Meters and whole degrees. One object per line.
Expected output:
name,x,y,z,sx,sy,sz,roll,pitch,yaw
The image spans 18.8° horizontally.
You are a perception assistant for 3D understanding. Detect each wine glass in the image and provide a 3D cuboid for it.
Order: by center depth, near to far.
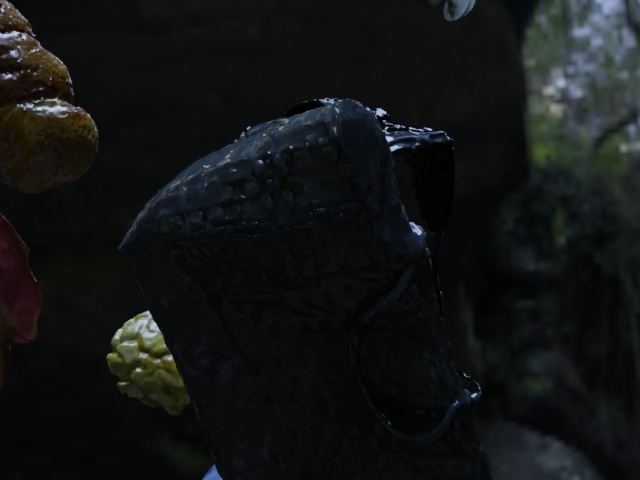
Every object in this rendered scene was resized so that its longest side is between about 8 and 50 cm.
wine glass,0.099,-0.231,1.752,0.083,0.039,0.042,27,-2,-35

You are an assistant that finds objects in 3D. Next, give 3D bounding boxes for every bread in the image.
bread,-0.338,-0.189,1.828,0.124,0.344,0.084,-38,-8,3

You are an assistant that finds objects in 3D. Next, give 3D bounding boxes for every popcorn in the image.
popcorn,-0.164,0.130,2.046,0.120,0.116,0.106,-11,-13,-10

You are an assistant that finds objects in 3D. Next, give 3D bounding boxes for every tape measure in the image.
tape measure,0.000,0.000,1.367,0.112,0.199,0.186,-2,12,-44

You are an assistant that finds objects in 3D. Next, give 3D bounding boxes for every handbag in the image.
handbag,0.003,0.053,1.064,0.175,0.270,0.088,-5,25,39

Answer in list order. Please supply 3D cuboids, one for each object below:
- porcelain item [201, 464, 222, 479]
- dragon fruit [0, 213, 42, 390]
porcelain item,-0.074,0.273,1.811,0.141,0.141,0.259,-20,3,34
dragon fruit,-0.321,0.051,1.314,0.189,0.290,0.290,-4,-21,34
